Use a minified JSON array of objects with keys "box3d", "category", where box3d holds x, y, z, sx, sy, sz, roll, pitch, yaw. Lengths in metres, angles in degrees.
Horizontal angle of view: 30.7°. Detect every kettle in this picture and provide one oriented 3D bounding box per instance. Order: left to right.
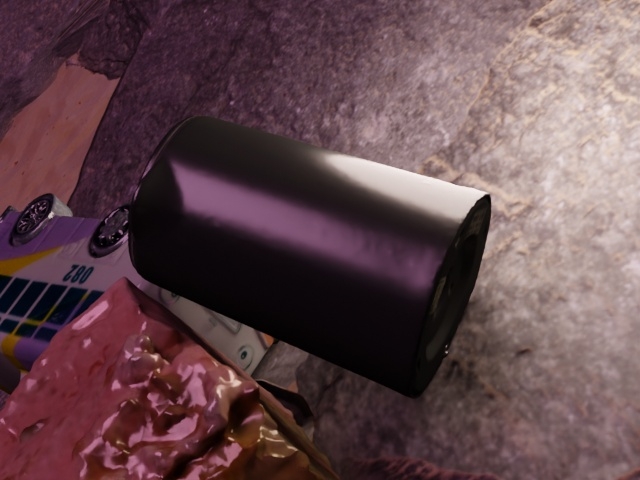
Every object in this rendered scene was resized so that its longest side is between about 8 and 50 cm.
[{"box3d":[0.001,-0.011,1.148,0.308,0.203,0.262,20,37,17],"category":"kettle"}]

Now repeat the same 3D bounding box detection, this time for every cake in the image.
[{"box3d":[-0.156,0.245,1.107,0.314,0.293,0.307,-43,36,-1],"category":"cake"}]

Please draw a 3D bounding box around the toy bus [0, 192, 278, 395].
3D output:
[{"box3d":[-0.276,0.103,1.430,0.440,0.209,0.249,5,55,48],"category":"toy bus"}]
